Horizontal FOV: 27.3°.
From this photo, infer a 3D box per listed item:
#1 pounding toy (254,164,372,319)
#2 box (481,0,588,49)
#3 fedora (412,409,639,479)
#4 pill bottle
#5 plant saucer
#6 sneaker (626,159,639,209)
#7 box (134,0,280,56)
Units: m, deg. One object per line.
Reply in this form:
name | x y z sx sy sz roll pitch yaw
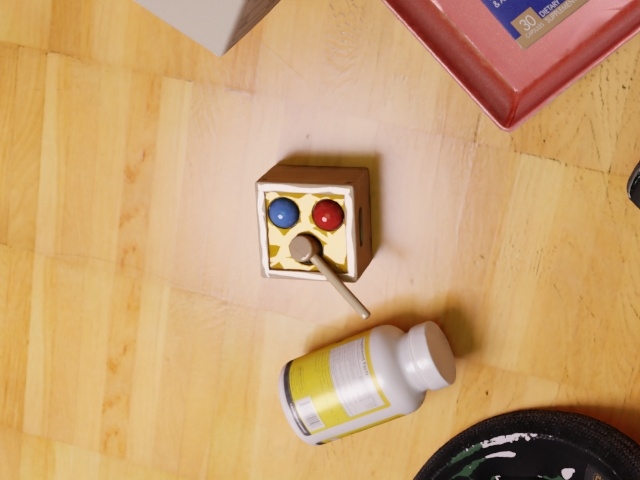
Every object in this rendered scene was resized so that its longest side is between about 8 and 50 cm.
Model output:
pounding toy | 0.000 0.000 1.432 0.130 0.100 0.141 3 109 16
box | 0.162 -0.296 1.202 0.225 0.036 0.136 49 138 -4
fedora | 0.243 0.346 1.425 0.334 0.334 0.152 -21 135 22
pill bottle | 0.053 0.155 1.469 0.184 0.103 0.103 -23 101 22
plant saucer | 0.181 -0.267 1.273 0.259 0.048 0.258 47 139 -3
sneaker | 0.359 -0.091 1.293 0.146 0.102 0.293 -24 100 23
box | -0.067 -0.344 1.253 0.121 0.148 0.311 33 135 4
